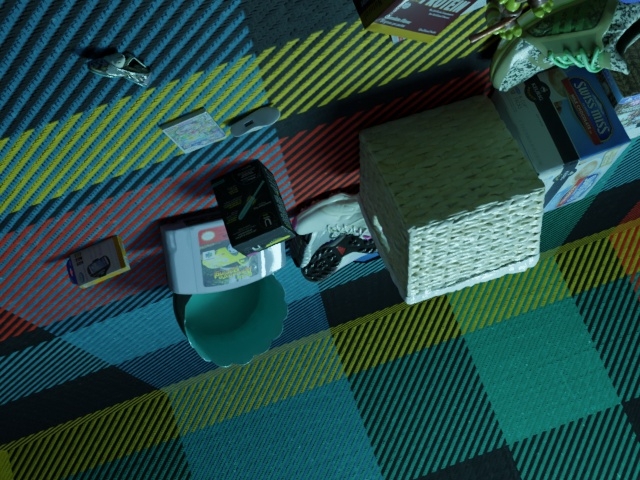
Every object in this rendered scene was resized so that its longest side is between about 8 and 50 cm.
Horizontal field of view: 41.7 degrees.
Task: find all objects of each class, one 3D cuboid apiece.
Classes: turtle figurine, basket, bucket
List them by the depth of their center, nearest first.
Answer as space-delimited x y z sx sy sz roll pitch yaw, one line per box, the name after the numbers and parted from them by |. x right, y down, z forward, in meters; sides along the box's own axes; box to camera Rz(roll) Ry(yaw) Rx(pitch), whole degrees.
0.325 -0.410 1.384 0.269 0.087 0.217 -50 167 1 | turtle figurine
0.279 -0.094 1.829 0.332 0.328 0.266 -16 144 -8 | basket
-0.240 0.165 2.161 0.281 0.281 0.183 -14 -162 -19 | bucket

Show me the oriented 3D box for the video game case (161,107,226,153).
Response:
-0.232 -0.201 1.549 0.087 0.011 0.122 -22 163 5 | video game case

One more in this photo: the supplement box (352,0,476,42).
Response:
0.126 -0.392 1.064 0.129 0.194 0.191 -2 155 -43 | supplement box

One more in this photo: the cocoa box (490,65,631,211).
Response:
0.515 -0.217 1.949 0.228 0.231 0.347 -19 163 -7 | cocoa box

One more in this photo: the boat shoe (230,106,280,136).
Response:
-0.121 -0.223 1.577 0.100 0.035 0.035 -26 -171 7 | boat shoe

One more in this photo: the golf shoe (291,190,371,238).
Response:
0.082 -0.058 2.110 0.306 0.140 0.115 -19 164 2 | golf shoe

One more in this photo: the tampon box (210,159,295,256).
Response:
-0.144 -0.066 1.798 0.121 0.160 0.101 -23 162 9 | tampon box

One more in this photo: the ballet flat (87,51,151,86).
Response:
-0.299 -0.262 1.263 0.041 0.041 0.114 -31 160 30 | ballet flat

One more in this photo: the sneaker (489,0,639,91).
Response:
0.491 -0.370 1.550 0.158 0.182 0.410 -1 155 -47 | sneaker

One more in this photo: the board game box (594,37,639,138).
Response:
0.719 -0.348 1.932 0.232 0.141 0.291 -18 162 -7 | board game box

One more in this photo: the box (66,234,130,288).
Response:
-0.502 0.051 1.889 0.136 0.081 0.028 -22 163 8 | box

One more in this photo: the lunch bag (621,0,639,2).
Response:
0.547 -0.507 1.127 0.386 0.238 0.328 -25 165 -7 | lunch bag

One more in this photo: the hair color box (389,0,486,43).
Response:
0.181 -0.391 1.364 0.167 0.053 0.093 -23 162 5 | hair color box

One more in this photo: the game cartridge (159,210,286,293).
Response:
-0.222 0.022 1.980 0.294 0.060 0.196 -14 125 -19 | game cartridge

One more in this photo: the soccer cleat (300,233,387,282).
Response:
0.085 0.010 2.416 0.318 0.108 0.116 -31 -170 9 | soccer cleat

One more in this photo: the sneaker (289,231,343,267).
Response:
0.000 0.000 2.285 0.132 0.086 0.228 -16 161 -21 | sneaker

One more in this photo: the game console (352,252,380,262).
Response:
0.190 0.071 2.577 0.293 0.250 0.173 5 123 -55 | game console
